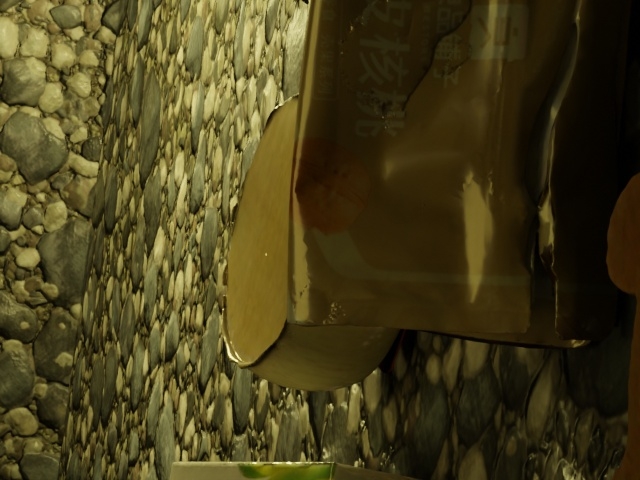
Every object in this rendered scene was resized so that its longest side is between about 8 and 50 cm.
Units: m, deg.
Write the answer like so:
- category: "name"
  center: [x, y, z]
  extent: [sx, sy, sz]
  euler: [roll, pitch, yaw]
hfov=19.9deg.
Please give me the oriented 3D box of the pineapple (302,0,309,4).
- category: "pineapple"
  center: [-0.012, -0.361, 1.691]
  extent: [0.223, 0.223, 0.357]
  euler: [-148, 55, -73]

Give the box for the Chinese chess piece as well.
- category: "Chinese chess piece"
  center: [0.000, 0.000, 1.554]
  extent: [0.257, 0.104, 0.257]
  euler: [-167, 90, -71]

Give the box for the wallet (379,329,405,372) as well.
- category: "wallet"
  center: [0.048, 0.031, 1.597]
  extent: [0.196, 0.020, 0.103]
  euler: [-121, 40, -66]

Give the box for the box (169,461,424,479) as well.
- category: "box"
  center: [-0.031, 0.281, 1.479]
  extent: [0.260, 0.111, 0.194]
  euler: [-10, 68, 54]

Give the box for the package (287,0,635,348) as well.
- category: "package"
  center: [0.110, -0.089, 1.174]
  extent: [0.165, 0.221, 0.311]
  euler: [3, 87, 54]

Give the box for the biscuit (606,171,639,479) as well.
- category: "biscuit"
  center: [0.216, 0.004, 0.969]
  extent: [0.216, 0.047, 0.340]
  euler: [140, 136, -66]
